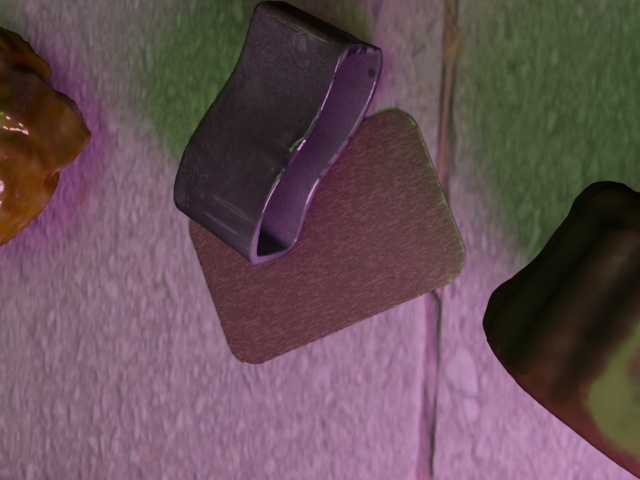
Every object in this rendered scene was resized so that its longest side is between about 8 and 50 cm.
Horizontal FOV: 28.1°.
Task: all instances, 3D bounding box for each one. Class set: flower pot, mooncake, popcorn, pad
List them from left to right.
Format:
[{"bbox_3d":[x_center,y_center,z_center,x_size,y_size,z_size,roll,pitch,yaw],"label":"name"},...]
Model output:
[{"bbox_3d":[-0.390,-0.113,1.280,0.225,0.276,0.276,-26,78,34],"label":"popcorn"},{"bbox_3d":[-0.042,-0.101,1.194,0.108,0.103,0.229,34,103,24],"label":"flower pot"},{"bbox_3d":[0.000,0.000,1.231,0.266,0.002,0.176,-25,79,23],"label":"pad"},{"bbox_3d":[0.270,0.087,0.953,0.290,0.290,0.161,39,98,21],"label":"mooncake"}]
